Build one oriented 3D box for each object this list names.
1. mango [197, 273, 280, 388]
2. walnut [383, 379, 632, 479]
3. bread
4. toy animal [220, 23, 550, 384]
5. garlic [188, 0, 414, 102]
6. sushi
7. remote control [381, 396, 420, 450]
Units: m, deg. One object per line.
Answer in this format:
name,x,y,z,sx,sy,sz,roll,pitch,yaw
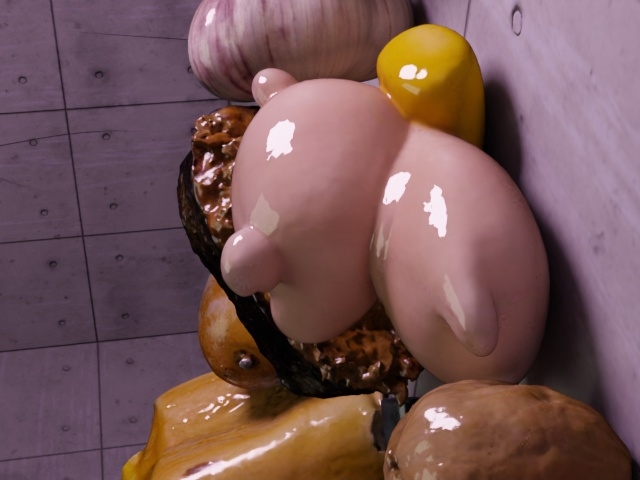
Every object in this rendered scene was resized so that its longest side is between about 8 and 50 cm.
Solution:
mango,-0.050,0.052,1.491,0.384,0.199,0.221,-74,9,-50
walnut,0.124,0.163,0.713,0.166,0.166,0.149,100,177,-57
bread,-0.088,0.333,1.489,0.361,0.394,0.250,-134,25,-70
toy animal,0.036,0.007,0.898,0.277,0.246,0.345,94,167,-52
garlic,-0.027,-0.276,1.126,0.245,0.245,0.253,-169,73,-80
sushi,0.000,0.000,1.131,0.348,0.234,0.207,52,163,-3
remote control,0.115,0.374,1.243,0.107,0.044,0.378,127,137,-81
